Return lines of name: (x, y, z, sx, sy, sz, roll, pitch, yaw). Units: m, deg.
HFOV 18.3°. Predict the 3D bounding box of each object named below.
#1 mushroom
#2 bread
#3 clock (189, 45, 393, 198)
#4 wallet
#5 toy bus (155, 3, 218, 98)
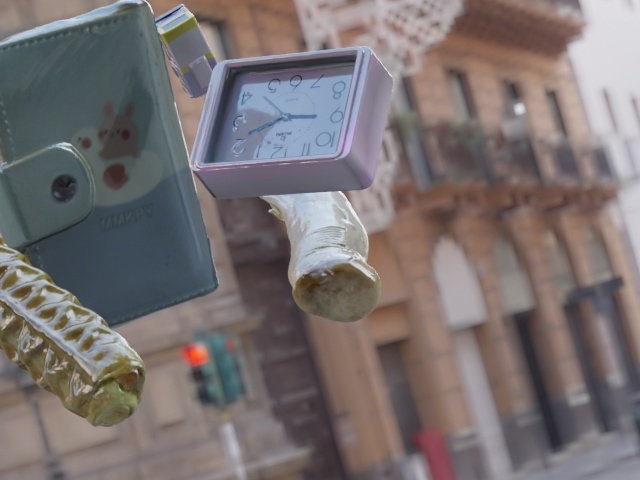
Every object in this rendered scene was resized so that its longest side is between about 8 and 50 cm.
mushroom: (0.000, 0.000, 2.540, 0.122, 0.095, 0.351, 2, 23, -13)
bread: (-0.297, 0.066, 1.944, 0.367, 0.084, 0.077, 34, 17, 37)
clock: (-0.031, -0.127, 2.128, 0.197, 0.150, 0.063, -3, -31, 27)
wallet: (-0.254, -0.072, 2.227, 0.252, 0.360, 0.083, -22, 14, -31)
toy bus: (-0.153, -0.219, 2.338, 0.052, 0.102, 0.058, -31, 30, -8)
